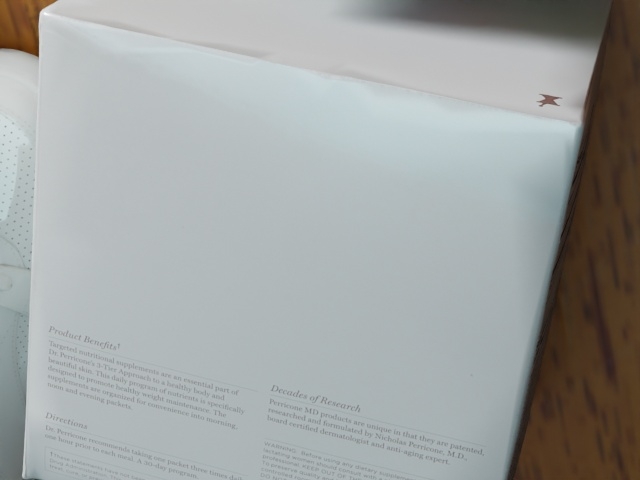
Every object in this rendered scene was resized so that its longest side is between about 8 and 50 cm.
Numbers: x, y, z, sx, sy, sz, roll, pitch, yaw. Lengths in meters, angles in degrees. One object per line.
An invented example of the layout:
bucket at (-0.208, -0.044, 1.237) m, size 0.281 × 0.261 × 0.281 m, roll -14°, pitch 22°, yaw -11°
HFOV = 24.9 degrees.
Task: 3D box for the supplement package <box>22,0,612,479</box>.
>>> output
supplement package at (0.000, 0.000, 0.587) m, size 0.194 × 0.149 × 0.203 m, roll 13°, pitch 118°, yaw 10°

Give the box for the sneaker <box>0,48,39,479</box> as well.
sneaker at (-0.179, 0.069, 0.664) m, size 0.108 × 0.169 × 0.293 m, roll 19°, pitch 117°, yaw 9°
